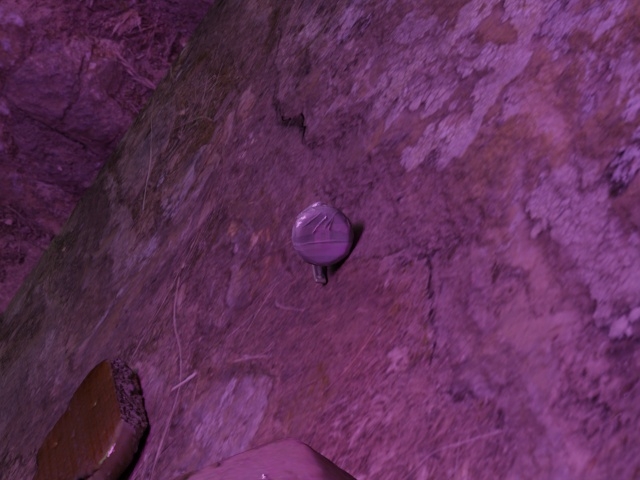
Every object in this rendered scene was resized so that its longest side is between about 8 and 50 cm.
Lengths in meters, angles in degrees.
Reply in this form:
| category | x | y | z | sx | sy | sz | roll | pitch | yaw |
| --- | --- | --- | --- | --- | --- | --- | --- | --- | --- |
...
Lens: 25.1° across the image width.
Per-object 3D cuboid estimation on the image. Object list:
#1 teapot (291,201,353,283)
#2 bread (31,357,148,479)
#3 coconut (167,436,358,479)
| category | x | y | z | sx | sy | sz | roll | pitch | yaw |
| --- | --- | --- | --- | --- | --- | --- | --- | --- | --- |
| teapot | 0.000 | 0.000 | 1.500 | 0.064 | 0.064 | 0.083 | -111 | 23 | -77 |
| bread | -0.299 | 0.267 | 1.834 | 0.207 | 0.056 | 0.286 | -51 | 18 | 9 |
| coconut | -0.038 | 0.260 | 0.731 | 0.297 | 0.309 | 0.297 | -49 | 20 | 25 |
